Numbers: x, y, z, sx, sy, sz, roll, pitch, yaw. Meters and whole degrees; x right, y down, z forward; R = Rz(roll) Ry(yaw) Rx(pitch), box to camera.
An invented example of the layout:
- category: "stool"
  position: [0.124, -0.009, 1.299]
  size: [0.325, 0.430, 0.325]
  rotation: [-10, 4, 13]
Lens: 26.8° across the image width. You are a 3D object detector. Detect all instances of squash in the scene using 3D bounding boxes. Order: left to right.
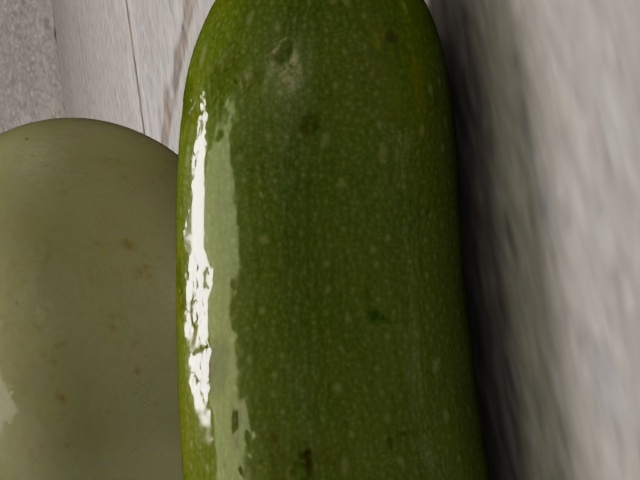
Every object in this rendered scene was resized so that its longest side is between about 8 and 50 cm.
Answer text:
- category: "squash"
  position: [0.000, 0.000, 0.396]
  size: [0.095, 0.095, 0.188]
  rotation: [165, 102, -77]

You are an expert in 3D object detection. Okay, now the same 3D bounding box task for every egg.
- category: "egg"
  position: [-0.125, 0.047, 0.730]
  size: [0.189, 0.188, 0.254]
  rotation: [101, 150, -52]
